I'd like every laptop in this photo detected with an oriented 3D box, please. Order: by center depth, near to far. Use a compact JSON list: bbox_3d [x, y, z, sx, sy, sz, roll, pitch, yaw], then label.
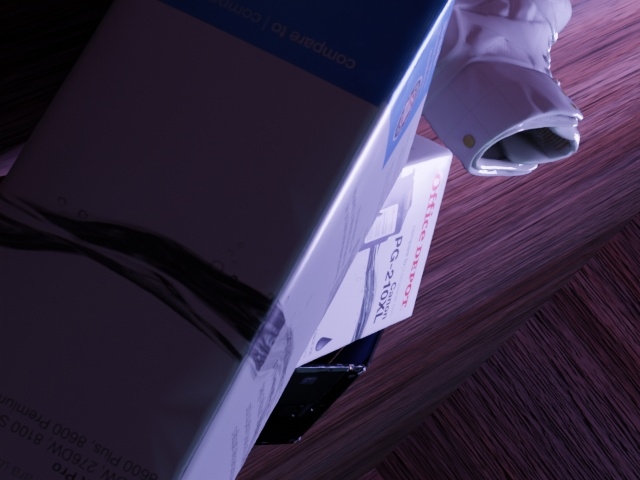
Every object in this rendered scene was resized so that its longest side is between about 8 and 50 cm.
[{"bbox_3d":[-0.034,0.178,2.317,0.264,0.136,0.234,2,146,-29],"label":"laptop"}]

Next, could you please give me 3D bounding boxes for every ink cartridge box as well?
[{"bbox_3d":[-0.091,0.031,0.956,0.395,0.166,0.285,-62,175,-18],"label":"ink cartridge box"},{"bbox_3d":[0.000,0.000,1.432,0.237,0.100,0.172,-20,129,-53],"label":"ink cartridge box"}]

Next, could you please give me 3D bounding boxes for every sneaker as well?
[{"bbox_3d":[0.163,-0.133,1.397,0.292,0.169,0.108,-24,159,-51],"label":"sneaker"}]

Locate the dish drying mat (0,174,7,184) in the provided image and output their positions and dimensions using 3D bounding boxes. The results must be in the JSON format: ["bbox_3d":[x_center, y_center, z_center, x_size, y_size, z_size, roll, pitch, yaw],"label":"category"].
[{"bbox_3d":[-0.229,-0.016,1.108,0.032,0.008,0.083,-30,165,-32],"label":"dish drying mat"}]
